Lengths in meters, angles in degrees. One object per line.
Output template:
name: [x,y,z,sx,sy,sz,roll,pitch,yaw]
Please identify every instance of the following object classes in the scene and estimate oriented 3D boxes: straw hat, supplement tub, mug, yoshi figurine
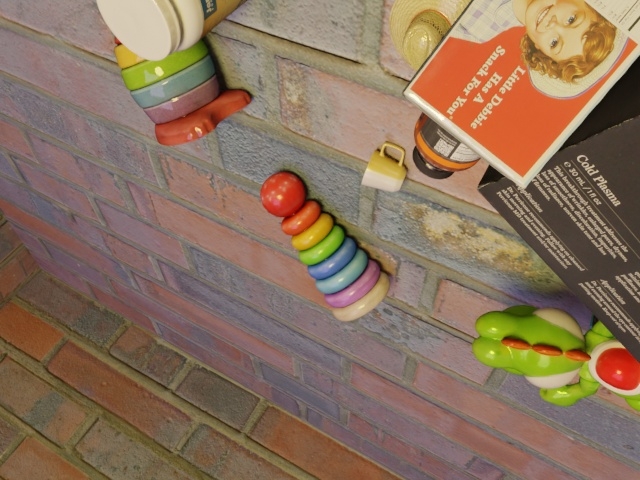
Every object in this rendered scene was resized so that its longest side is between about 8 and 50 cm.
straw hat: [0.136,-0.255,0.732,0.144,0.061,0.145,24,146,17]
supplement tub: [0.190,-0.163,0.759,0.106,0.106,0.198,34,150,3]
mug: [0.110,-0.114,0.948,0.064,0.062,0.078,23,154,6]
supplement tub: [-0.191,-0.353,0.783,0.144,0.200,0.144,25,147,17]
yoshi figurine: [0.414,0.169,0.877,0.361,0.204,0.203,11,142,9]

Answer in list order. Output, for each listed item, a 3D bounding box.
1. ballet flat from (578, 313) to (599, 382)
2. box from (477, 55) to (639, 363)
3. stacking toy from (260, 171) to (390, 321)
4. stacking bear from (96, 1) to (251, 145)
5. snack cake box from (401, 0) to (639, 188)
ballet flat: [0.493,0.200,0.986,0.074,0.074,0.203,16,141,29]
box: [0.419,-0.046,0.623,0.343,0.179,0.312,44,149,-13]
stacking toy: [0.000,0.000,1.159,0.141,0.141,0.330,-16,114,52]
stacking bear: [-0.269,-0.323,0.955,0.164,0.175,0.289,-3,123,36]
snack cake box: [0.219,-0.203,0.549,0.152,0.089,0.264,37,105,-3]
